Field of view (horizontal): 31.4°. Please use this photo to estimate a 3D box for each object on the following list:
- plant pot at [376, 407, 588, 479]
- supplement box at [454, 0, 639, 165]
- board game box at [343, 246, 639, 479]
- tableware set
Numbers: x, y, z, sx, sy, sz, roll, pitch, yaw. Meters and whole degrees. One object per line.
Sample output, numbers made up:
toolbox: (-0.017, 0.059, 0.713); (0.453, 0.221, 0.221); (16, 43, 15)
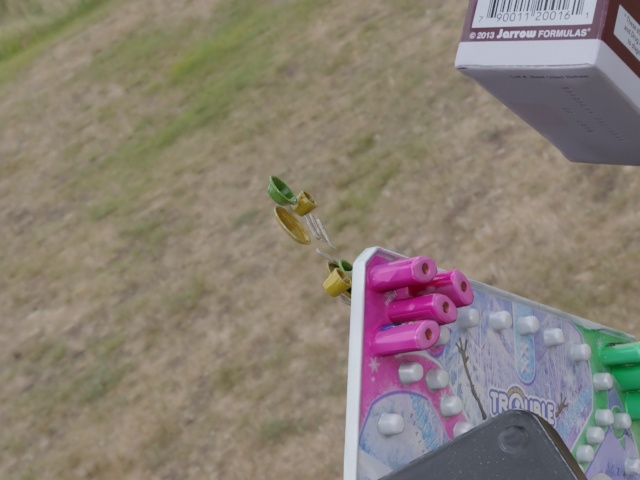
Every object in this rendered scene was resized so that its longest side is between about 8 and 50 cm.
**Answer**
plant pot: (0.081, 0.188, 0.545); (0.187, 0.167, 0.188); (-27, 53, -5)
supplement box: (0.149, -0.169, 0.550); (0.073, 0.130, 0.239); (7, 77, 38)
board game box: (0.159, 0.230, 0.817); (0.050, 0.390, 0.390); (-11, 70, 41)
tableware set: (0.000, 0.000, 1.078); (0.024, 0.104, 0.154); (-42, 43, 16)
